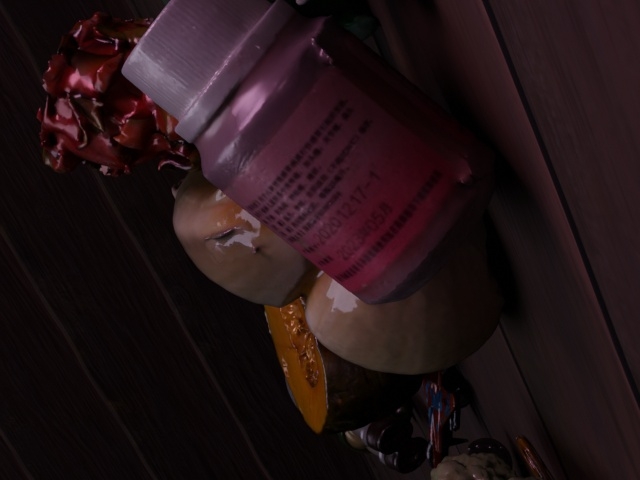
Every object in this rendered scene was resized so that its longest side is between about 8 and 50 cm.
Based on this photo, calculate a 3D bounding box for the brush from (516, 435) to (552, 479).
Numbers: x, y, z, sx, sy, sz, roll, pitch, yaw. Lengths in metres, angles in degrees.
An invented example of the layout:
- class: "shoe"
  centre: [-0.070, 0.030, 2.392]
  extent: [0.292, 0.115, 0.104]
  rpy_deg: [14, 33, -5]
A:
- class: "brush"
  centre: [0.279, 0.327, 1.274]
  extent: [0.314, 0.017, 0.090]
  rpy_deg: [59, 174, 25]

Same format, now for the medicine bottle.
- class: "medicine bottle"
  centre: [-0.009, -0.076, 0.873]
  extent: [0.247, 0.147, 0.147]
  rpy_deg: [38, 176, -7]

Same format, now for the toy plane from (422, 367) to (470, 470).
- class: "toy plane"
  centre: [0.148, 0.212, 1.542]
  extent: [0.130, 0.061, 0.189]
  rpy_deg: [-137, 32, -68]

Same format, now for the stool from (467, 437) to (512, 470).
- class: "stool"
  centre: [0.157, 0.430, 1.412]
  extent: [0.310, 0.310, 0.226]
  rpy_deg: [56, 168, 30]

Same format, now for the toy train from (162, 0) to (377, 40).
- class: "toy train"
  centre: [-0.082, -0.242, 1.045]
  extent: [0.202, 0.145, 0.266]
  rpy_deg: [61, 175, -30]

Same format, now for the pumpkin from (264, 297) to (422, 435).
- class: "pumpkin"
  centre: [0.005, 0.063, 1.498]
  extent: [0.222, 0.139, 0.317]
  rpy_deg: [144, 106, -74]

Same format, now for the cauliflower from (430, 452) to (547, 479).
- class: "cauliflower"
  centre: [0.164, 0.347, 1.145]
  extent: [0.327, 0.281, 0.260]
  rpy_deg: [53, 142, 35]

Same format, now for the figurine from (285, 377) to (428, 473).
- class: "figurine"
  centre: [0.055, 0.259, 2.128]
  extent: [0.281, 0.167, 0.370]
  rpy_deg: [48, 176, -32]

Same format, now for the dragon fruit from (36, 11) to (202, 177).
- class: "dragon fruit"
  centre: [-0.147, -0.109, 1.001]
  extent: [0.207, 0.150, 0.133]
  rpy_deg: [15, 97, 42]

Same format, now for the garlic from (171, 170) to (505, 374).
- class: "garlic"
  centre: [0.017, -0.020, 1.105]
  extent: [0.313, 0.286, 0.249]
  rpy_deg: [174, 106, -78]

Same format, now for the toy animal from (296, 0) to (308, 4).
- class: "toy animal"
  centre: [0.008, -0.196, 0.860]
  extent: [0.071, 0.085, 0.124]
  rpy_deg: [45, -173, -24]
